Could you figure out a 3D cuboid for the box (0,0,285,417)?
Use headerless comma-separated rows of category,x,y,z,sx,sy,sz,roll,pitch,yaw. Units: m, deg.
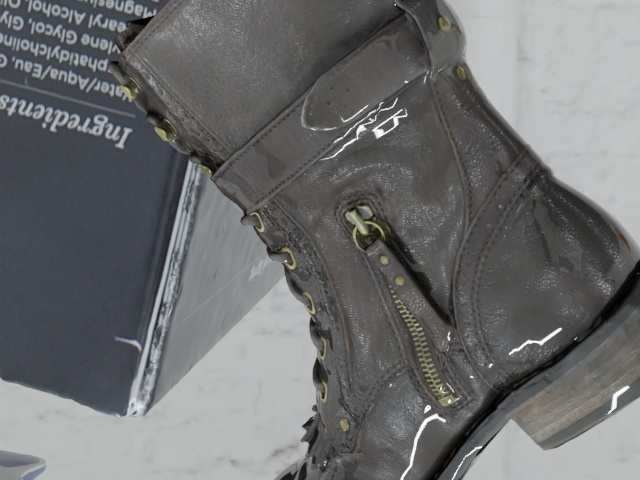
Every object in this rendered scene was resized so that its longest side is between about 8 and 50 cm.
box,-0.128,-0.200,0.790,0.297,0.472,0.480,15,-167,8

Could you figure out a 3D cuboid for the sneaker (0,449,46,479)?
sneaker,-0.342,0.315,1.102,0.127,0.182,0.315,16,180,-22

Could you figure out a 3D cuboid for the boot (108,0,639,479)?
boot,0.000,0.000,0.457,0.263,0.229,0.091,-43,-179,36
